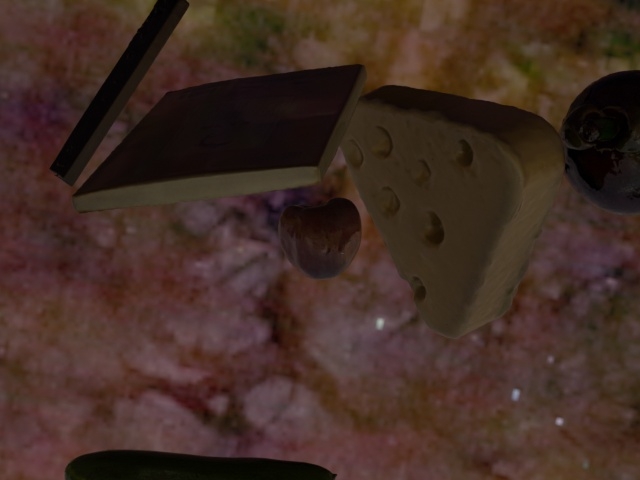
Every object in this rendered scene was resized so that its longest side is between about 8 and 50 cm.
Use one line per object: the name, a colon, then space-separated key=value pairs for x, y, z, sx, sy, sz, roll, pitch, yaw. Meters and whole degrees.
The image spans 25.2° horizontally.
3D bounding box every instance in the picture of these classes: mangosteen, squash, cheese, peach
mangosteen: x=0.432 y=-0.142 z=2.050 sx=0.216 sy=0.216 sz=0.216 roll=11 pitch=-171 yaw=-2
squash: x=-0.128 y=0.268 z=1.533 sx=0.292 sy=0.082 sz=0.082 roll=5 pitch=-170 yaw=-4
cheese: x=0.159 y=-0.086 z=2.026 sx=0.104 sy=0.384 sz=0.384 roll=-25 pitch=-151 yaw=-32
peach: x=0.000 y=0.000 z=2.558 sx=0.152 sy=0.152 sz=0.152 roll=11 pitch=-171 yaw=-2

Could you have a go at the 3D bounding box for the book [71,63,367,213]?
book: x=-0.099 y=-0.124 z=1.618 sx=0.269 sy=0.032 sz=0.389 roll=-6 pitch=-159 yaw=13

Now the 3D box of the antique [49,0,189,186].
antique: x=-0.177 y=-0.134 z=1.253 sx=0.031 sy=0.192 sz=0.015 roll=26 pitch=172 yaw=45
